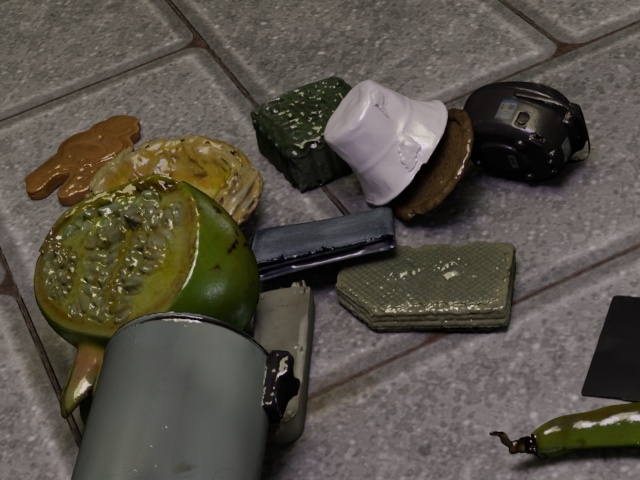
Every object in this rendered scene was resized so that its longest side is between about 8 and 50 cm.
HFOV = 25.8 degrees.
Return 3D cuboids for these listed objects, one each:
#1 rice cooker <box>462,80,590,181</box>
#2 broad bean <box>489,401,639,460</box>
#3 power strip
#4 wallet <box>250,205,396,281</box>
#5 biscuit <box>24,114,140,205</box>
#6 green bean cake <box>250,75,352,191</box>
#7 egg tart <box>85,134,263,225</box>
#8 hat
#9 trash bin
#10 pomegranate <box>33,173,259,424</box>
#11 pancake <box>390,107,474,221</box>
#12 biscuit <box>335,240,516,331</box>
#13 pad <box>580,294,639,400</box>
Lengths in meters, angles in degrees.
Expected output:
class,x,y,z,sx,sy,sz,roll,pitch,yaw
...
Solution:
class,x,y,z,sx,sy,sz,roll,pitch,yaw
rice cooker,0.302,-0.162,2.089,0.203,0.142,0.118,10,55,33
broad bean,0.366,0.223,1.648,0.325,0.067,0.075,-10,7,9
power strip,-0.052,0.164,1.863,0.080,0.048,0.286,-10,38,10
wallet,0.001,0.002,2.019,0.222,0.036,0.167,-12,15,4
biscuit,-0.393,-0.143,2.379,0.144,0.040,0.236,16,49,26
green bean cake,-0.006,-0.180,2.247,0.173,0.094,0.181,-23,39,-13
egg tart,-0.218,-0.054,2.137,0.288,0.118,0.288,-9,35,7
hat,0.085,-0.163,2.099,0.203,0.126,0.203,-49,18,22
trash bin,-0.174,0.250,1.632,0.277,0.217,0.262,-5,45,13
pomegranate,-0.232,0.097,1.895,0.309,0.216,0.358,7,72,32
pancake,0.164,-0.114,2.078,0.199,0.021,0.199,-44,29,32
biscuit,0.141,0.060,1.929,0.252,0.052,0.150,-2,38,19
pad,0.411,0.137,1.783,0.116,0.004,0.193,5,41,23
